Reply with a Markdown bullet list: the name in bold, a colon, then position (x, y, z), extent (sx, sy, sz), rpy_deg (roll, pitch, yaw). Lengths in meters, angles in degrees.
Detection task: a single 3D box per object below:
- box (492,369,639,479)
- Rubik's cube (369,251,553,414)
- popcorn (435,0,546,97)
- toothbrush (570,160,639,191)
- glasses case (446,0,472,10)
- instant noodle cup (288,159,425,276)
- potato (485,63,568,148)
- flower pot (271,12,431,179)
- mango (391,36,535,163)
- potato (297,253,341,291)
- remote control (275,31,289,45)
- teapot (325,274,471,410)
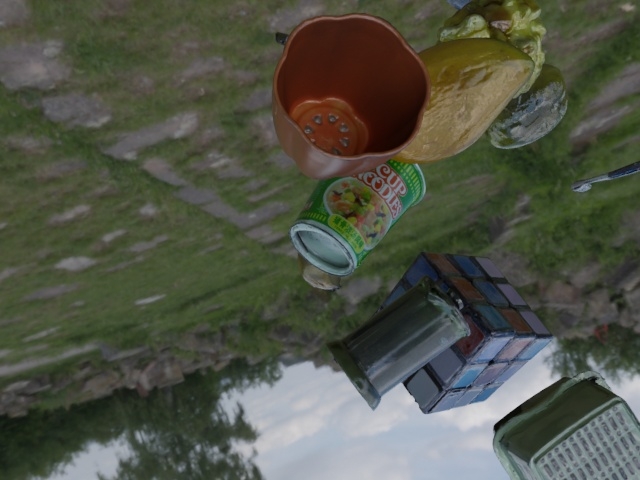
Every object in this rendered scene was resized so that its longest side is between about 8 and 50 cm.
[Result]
- **box**: position (0.428, 0.374, 1.026), extent (0.221, 0.290, 0.166), rpy_deg (-32, -173, -5)
- **Rubik's cube**: position (0.410, 0.269, 1.931), extent (0.359, 0.362, 0.363), rpy_deg (10, 124, -43)
- **popcorn**: position (0.324, -0.373, 1.215), extent (0.235, 0.181, 0.217), rpy_deg (-43, 127, 0)
- **toothbrush**: position (0.574, -0.129, 1.227), extent (0.026, 0.024, 0.288), rpy_deg (21, 168, -8)
- **glasses case**: position (0.357, -0.603, 1.306), extent (0.282, 0.109, 0.067), rpy_deg (-54, -167, 26)
- **instant noodle cup**: position (0.061, -0.058, 1.236), extent (0.232, 0.207, 0.207), rpy_deg (-54, -173, -28)
- **potato**: position (0.538, -0.351, 1.688), extent (0.229, 0.197, 0.148), rpy_deg (-19, -166, 12)
- **flower pot**: position (0.020, -0.161, 0.809), extent (0.191, 0.190, 0.173), rpy_deg (-21, 173, -17)
- **mango**: position (0.196, -0.226, 1.045), extent (0.317, 0.176, 0.119), rpy_deg (-27, -171, 38)
- **potato**: position (0.000, 0.000, 1.637), extent (0.138, 0.243, 0.098), rpy_deg (10, 174, 36)
- **remote control**: position (-0.084, -0.444, 1.417), extent (0.016, 0.034, 0.091), rpy_deg (-24, -152, -9)
- **teapot**: position (0.212, 0.256, 1.592), extent (0.337, 0.200, 0.270), rpy_deg (-36, 137, -4)
